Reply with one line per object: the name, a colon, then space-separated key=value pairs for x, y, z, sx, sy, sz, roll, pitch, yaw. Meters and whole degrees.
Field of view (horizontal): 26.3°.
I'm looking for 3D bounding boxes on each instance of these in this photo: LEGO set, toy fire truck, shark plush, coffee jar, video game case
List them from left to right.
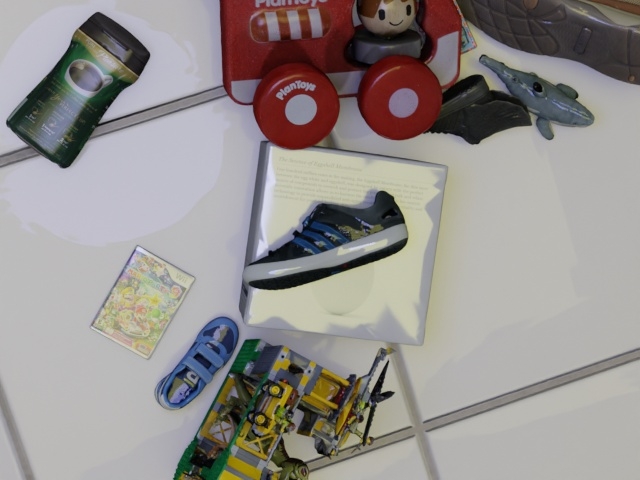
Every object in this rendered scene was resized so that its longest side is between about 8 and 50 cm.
coffee jar: x=-0.294 y=-0.186 z=1.678 sx=0.096 sy=0.079 sz=0.184 roll=39 pitch=91 yaw=-6
video game case: x=-0.227 y=0.079 z=1.745 sx=0.087 sy=0.011 sz=0.122 roll=30 pitch=91 yaw=-8
LEGO set: x=-0.030 y=0.249 z=1.650 sx=0.192 sy=0.331 sz=0.255 roll=29 pitch=71 yaw=-10
toy fire truck: x=0.022 y=-0.260 z=1.624 sx=0.302 sy=0.169 sz=0.254 roll=-6 pitch=118 yaw=-10
shark plush: x=0.279 y=-0.198 z=1.752 sx=0.161 sy=0.067 sz=0.073 roll=43 pitch=89 yaw=-9

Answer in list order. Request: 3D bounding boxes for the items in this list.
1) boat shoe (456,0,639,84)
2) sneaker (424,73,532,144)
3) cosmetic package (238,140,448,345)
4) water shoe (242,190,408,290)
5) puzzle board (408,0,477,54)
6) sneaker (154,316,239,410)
boat shoe: x=0.308 y=-0.304 z=1.735 sx=0.324 sy=0.123 sz=0.116 roll=24 pitch=58 yaw=0
sneaker: x=0.176 y=-0.151 z=1.748 sx=0.170 sy=0.051 sz=0.089 roll=-27 pitch=120 yaw=14
cosmetic package: x=0.024 y=-0.001 z=1.704 sx=0.224 sy=0.138 sz=0.225 roll=8 pitch=95 yaw=-7
water shoe: x=0.000 y=0.000 z=1.608 sx=0.203 sy=0.073 sz=0.080 roll=-15 pitch=75 yaw=-9
puzzle board: x=0.129 y=-0.282 z=1.733 sx=0.096 sy=0.011 sz=0.128 roll=-23 pitch=98 yaw=23
sneaker: x=-0.154 y=0.161 z=1.737 sx=0.053 sy=0.059 sz=0.144 roll=38 pitch=89 yaw=-6
